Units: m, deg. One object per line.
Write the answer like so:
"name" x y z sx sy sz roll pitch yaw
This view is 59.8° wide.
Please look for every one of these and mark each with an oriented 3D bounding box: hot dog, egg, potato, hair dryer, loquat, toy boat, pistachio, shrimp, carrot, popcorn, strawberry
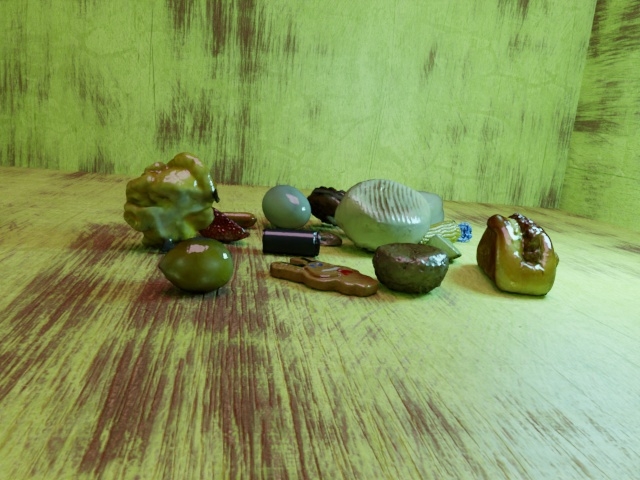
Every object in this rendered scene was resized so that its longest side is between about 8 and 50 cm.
"hot dog" 0.634 0.026 1.824 0.185 0.223 0.405 3 11 4
"egg" -0.140 -0.136 2.328 0.183 0.183 0.264 -2 20 -34
"potato" 0.466 0.048 2.068 0.120 0.081 0.149 49 16 28
"hair dryer" -0.106 0.003 1.976 0.197 0.089 0.251 3 3 -4
"loquat" -0.312 0.062 1.407 0.195 0.152 0.152 -12 20 -33
"toy boat" 0.586 -0.038 2.420 0.175 0.091 0.110 0 -4 -6
"pistachio" 0.416 -0.118 2.509 0.332 0.208 0.226 -9 61 -30
"shrimp" 0.000 0.000 2.122 0.180 0.041 0.099 2 27 -21
"carrot" -0.370 -0.086 2.264 0.225 0.067 0.067 1 13 -15
"popcorn" -0.480 -0.120 1.817 0.316 0.297 0.281 -33 43 -17
"strawberry" -0.381 -0.047 2.020 0.175 0.107 0.236 43 -12 -35

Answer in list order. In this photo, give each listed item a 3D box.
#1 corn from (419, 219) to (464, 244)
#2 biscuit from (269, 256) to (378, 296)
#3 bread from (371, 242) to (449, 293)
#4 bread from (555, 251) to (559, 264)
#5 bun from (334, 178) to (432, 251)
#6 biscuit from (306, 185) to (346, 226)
"corn" 0.465 -0.016 2.238 0.106 0.106 0.305 15 20 39
"biscuit" 0.013 0.097 1.615 0.334 0.047 0.202 15 14 35
"bread" 0.260 0.080 1.626 0.230 0.123 0.230 1 15 0
"bread" 0.836 0.068 2.078 0.105 0.076 0.233 14 13 29
"bun" 0.240 -0.077 2.078 0.362 0.234 0.326 -9 37 -27
"biscuit" 0.078 -0.132 2.377 0.366 0.115 0.268 15 -17 45
